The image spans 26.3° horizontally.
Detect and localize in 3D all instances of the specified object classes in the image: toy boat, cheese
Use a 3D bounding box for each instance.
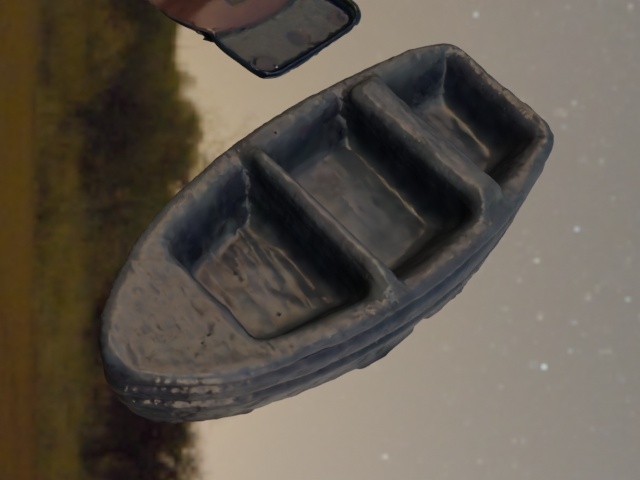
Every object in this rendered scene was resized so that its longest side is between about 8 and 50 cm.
[{"bbox_3d":[0.000,0.000,0.713,0.127,0.283,0.078,46,-30,15],"label":"toy boat"},{"bbox_3d":[-0.106,-0.190,0.832,0.286,0.189,0.074,38,-36,20],"label":"cheese"}]
